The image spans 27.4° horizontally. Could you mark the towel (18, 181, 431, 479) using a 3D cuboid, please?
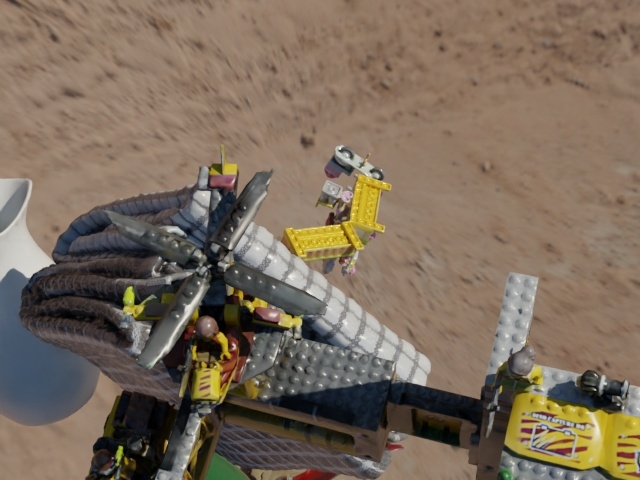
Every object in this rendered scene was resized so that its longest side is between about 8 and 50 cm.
[{"bbox_3d":[-0.081,0.080,0.980,0.235,0.283,0.121,39,71,-22],"label":"towel"}]

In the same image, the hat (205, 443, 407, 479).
[{"bbox_3d":[-0.066,0.259,1.158,0.183,0.173,0.209,17,97,34],"label":"hat"}]

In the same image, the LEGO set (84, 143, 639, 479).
[{"bbox_3d":[0.031,0.120,0.537,0.331,0.192,0.255,20,68,14],"label":"LEGO set"}]

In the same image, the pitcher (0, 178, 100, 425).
[{"bbox_3d":[-0.289,0.074,1.160,0.125,0.178,0.207,6,125,36],"label":"pitcher"}]

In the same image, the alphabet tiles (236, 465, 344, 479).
[{"bbox_3d":[-0.083,0.450,1.867,0.285,0.342,0.011,7,126,11],"label":"alphabet tiles"}]

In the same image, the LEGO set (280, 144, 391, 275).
[{"bbox_3d":[0.000,0.000,1.687,0.132,0.287,0.107,33,135,10],"label":"LEGO set"}]
